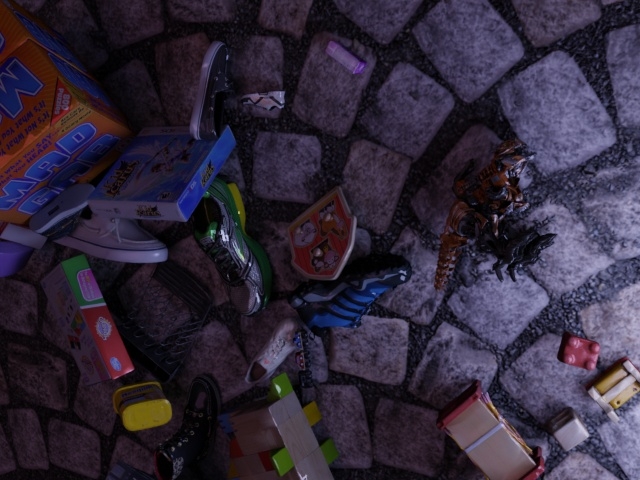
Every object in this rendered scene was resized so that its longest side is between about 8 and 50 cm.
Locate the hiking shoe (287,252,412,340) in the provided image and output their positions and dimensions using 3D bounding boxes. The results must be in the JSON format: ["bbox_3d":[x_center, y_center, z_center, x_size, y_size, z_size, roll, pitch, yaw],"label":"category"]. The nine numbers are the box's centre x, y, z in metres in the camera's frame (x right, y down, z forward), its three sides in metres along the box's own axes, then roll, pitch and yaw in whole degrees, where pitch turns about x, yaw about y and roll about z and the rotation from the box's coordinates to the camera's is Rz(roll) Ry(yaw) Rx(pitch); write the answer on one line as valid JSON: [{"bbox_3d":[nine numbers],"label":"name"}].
[{"bbox_3d":[0.079,0.120,1.642,0.304,0.113,0.132,-20,107,33],"label":"hiking shoe"}]

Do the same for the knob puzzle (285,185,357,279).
[{"bbox_3d":[0.000,0.000,1.630,0.213,0.030,0.213,-17,63,37],"label":"knob puzzle"}]

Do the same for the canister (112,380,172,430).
[{"bbox_3d":[-0.445,0.412,1.882,0.170,0.126,0.073,-167,71,-67],"label":"canister"}]

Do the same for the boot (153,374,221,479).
[{"bbox_3d":[-0.328,0.466,1.852,0.085,0.179,0.236,12,106,23],"label":"boot"}]

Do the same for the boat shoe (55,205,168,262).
[{"bbox_3d":[-0.526,-0.047,1.879,0.367,0.136,0.156,14,103,32],"label":"boat shoe"}]

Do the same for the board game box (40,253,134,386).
[{"bbox_3d":[-0.606,0.213,1.939,0.242,0.064,0.316,-23,90,55],"label":"board game box"}]

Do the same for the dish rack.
[{"bbox_3d":[-0.392,0.194,1.886,0.208,0.074,0.271,36,113,14],"label":"dish rack"}]

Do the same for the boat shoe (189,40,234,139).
[{"bbox_3d":[-0.229,-0.331,1.676,0.076,0.080,0.228,11,81,13],"label":"boat shoe"}]

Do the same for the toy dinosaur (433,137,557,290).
[{"bbox_3d":[0.331,-0.036,1.481,0.218,0.164,0.321,43,134,27],"label":"toy dinosaur"}]

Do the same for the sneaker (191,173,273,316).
[{"bbox_3d":[-0.226,0.021,1.731,0.134,0.146,0.343,-23,91,28],"label":"sneaker"}]

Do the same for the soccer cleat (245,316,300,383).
[{"bbox_3d":[-0.110,0.264,1.764,0.068,0.076,0.196,39,114,14],"label":"soccer cleat"}]

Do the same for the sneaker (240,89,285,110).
[{"bbox_3d":[-0.129,-0.309,1.676,0.109,0.040,0.043,0,103,26],"label":"sneaker"}]

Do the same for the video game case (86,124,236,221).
[{"bbox_3d":[-0.355,-0.157,1.696,0.245,0.269,0.061,2,135,25],"label":"video game case"}]

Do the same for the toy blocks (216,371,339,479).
[{"bbox_3d":[-0.121,0.530,1.789,0.261,0.191,0.381,-25,89,39],"label":"toy blocks"}]

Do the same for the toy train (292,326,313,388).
[{"bbox_3d":[-0.042,0.273,1.745,0.036,0.027,0.158,-6,109,-1],"label":"toy train"}]

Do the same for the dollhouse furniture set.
[{"bbox_3d":[0.436,0.321,1.502,0.374,0.152,0.201,-41,81,9],"label":"dollhouse furniture set"}]

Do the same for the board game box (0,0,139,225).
[{"bbox_3d":[-0.706,-0.290,1.716,0.356,0.356,0.356,-39,83,3],"label":"board game box"}]

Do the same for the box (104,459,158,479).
[{"bbox_3d":[-0.372,0.656,1.857,0.243,0.307,0.076,25,71,18],"label":"box"}]

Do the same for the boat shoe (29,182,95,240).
[{"bbox_3d":[-0.608,-0.069,1.823,0.183,0.083,0.065,-32,65,4],"label":"boat shoe"}]

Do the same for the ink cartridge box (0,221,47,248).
[{"bbox_3d":[-0.773,-0.060,1.959,0.063,0.109,0.150,-50,43,24],"label":"ink cartridge box"}]

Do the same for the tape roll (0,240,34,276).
[{"bbox_3d":[-0.876,-0.031,1.956,0.275,0.275,0.090,43,115,12],"label":"tape roll"}]

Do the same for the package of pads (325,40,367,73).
[{"bbox_3d":[0.053,-0.381,1.568,0.083,0.050,0.032,41,115,13],"label":"package of pads"}]
